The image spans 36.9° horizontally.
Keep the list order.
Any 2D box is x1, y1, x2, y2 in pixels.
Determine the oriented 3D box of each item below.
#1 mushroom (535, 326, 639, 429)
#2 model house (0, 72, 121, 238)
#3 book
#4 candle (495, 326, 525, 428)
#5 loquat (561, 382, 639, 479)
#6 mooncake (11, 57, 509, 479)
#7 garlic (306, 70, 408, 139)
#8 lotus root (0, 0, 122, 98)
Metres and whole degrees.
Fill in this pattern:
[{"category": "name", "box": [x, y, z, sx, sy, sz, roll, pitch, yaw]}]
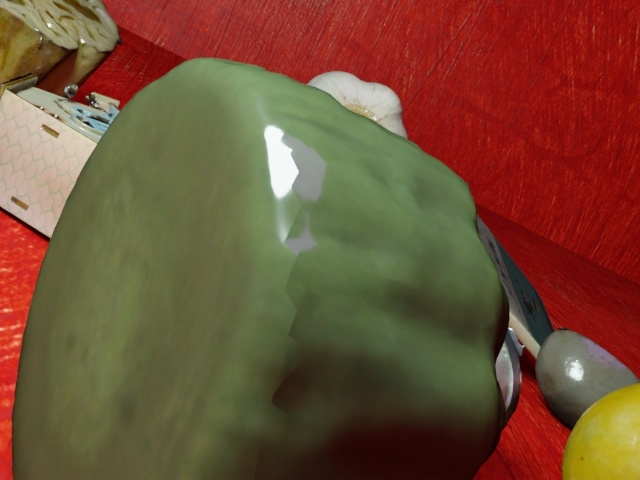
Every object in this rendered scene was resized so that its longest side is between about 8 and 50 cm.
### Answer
[{"category": "mushroom", "box": [0.396, 0.226, 1.446, 0.188, 0.141, 0.117, 45, 54, 16]}, {"category": "model house", "box": [-0.312, -0.117, 1.209, 0.244, 0.169, 0.326, 14, 20, -40]}, {"category": "book", "box": [0.302, 0.071, 1.582, 0.379, 0.031, 0.264, 45, 22, -36]}, {"category": "candle", "box": [0.077, 0.147, 0.958, 0.187, 0.187, 0.330, 34, 15, 24]}, {"category": "loquat", "box": [0.386, 0.269, 1.063, 0.243, 0.244, 0.244, 26, 13, -7]}, {"category": "mooncake", "box": [-0.049, 0.076, 0.607, 0.194, 0.356, 0.356, 16, 18, -33]}, {"category": "garlic", "box": [0.024, -0.140, 1.598, 0.245, 0.245, 0.253, 27, -22, -3]}, {"category": "lotus root", "box": [-0.475, -0.305, 1.479, 0.316, 0.250, 0.316, 36, 16, -12]}]
